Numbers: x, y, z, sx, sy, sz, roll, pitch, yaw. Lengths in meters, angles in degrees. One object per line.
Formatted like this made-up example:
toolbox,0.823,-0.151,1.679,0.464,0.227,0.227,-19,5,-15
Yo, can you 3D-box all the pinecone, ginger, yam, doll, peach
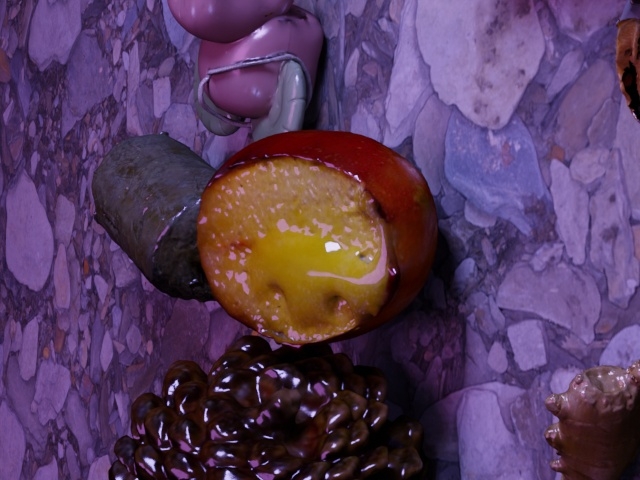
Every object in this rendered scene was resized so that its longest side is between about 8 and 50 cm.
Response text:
pinecone,-0.071,0.321,1.631,0.398,0.398,0.397,-7,82,58
ginger,0.271,0.186,1.328,0.081,0.115,0.205,45,129,30
yam,-0.212,-0.032,2.045,0.300,0.195,0.195,40,121,52
doll,-0.112,-0.252,1.883,0.284,0.216,0.268,31,120,52
peach,0.000,0.000,1.620,0.338,0.281,0.281,-147,63,-72

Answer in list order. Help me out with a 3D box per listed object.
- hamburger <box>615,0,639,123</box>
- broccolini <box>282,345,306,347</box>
hamburger,0.352,-0.143,1.188,0.231,0.107,0.231,54,163,25
broccolini,-0.061,0.117,1.948,0.218,0.042,0.044,56,134,52
